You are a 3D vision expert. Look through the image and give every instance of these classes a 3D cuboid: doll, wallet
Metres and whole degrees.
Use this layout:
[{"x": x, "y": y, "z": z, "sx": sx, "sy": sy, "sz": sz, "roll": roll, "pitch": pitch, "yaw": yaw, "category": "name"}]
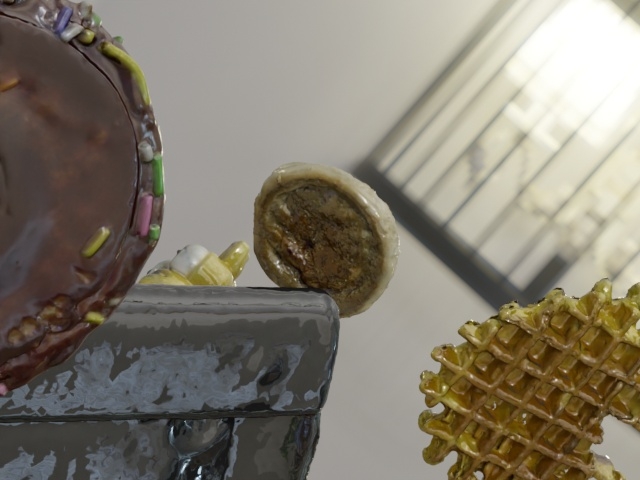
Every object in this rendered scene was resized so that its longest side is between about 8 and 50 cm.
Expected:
[{"x": -0.146, "y": 0.085, "z": 1.612, "sx": 0.086, "sy": 0.117, "sz": 0.291, "roll": 47, "pitch": 41, "yaw": -8, "category": "doll"}, {"x": -0.184, "y": 0.134, "z": 1.302, "sx": 0.406, "sy": 0.228, "sz": 0.062, "roll": 1, "pitch": 24, "yaw": -33, "category": "wallet"}]

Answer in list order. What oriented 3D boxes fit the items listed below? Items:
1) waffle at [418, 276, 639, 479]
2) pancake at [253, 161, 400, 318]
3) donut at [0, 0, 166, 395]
[{"x": 0.199, "y": 0.141, "z": 1.641, "sx": 0.051, "sy": 0.231, "sz": 0.228, "roll": -101, "pitch": 180, "yaw": -58, "category": "waffle"}, {"x": 0.000, "y": 0.000, "z": 1.482, "sx": 0.139, "sy": 0.139, "sz": 0.022, "roll": 42, "pitch": 40, "yaw": 5, "category": "pancake"}, {"x": -0.192, "y": -0.031, "z": 0.878, "sx": 0.235, "sy": 0.235, "sz": 0.089, "roll": 39, "pitch": 3, "yaw": -33, "category": "donut"}]
